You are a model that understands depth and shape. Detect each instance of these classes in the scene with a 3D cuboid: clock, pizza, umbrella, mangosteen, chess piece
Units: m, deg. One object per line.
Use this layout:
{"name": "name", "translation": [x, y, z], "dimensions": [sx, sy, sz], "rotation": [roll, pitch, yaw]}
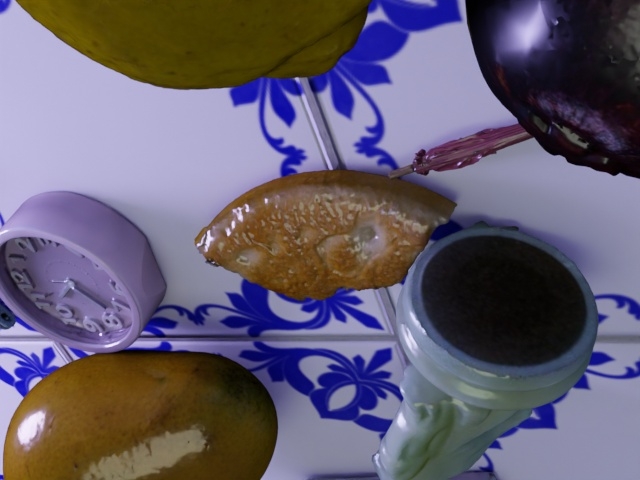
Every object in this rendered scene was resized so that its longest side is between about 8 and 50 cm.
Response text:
{"name": "clock", "translation": [-0.282, 0.041, 0.918], "dimensions": [0.197, 0.068, 0.196], "rotation": [12, 134, 13]}
{"name": "pizza", "translation": [0.001, -0.005, 0.767], "dimensions": [0.271, 0.056, 0.134], "rotation": [-17, 120, 29]}
{"name": "umbrella", "translation": [0.131, -0.079, 0.667], "dimensions": [0.165, 0.027, 0.025], "rotation": [-15, 168, 31]}
{"name": "mangosteen", "translation": [0.208, -0.162, 0.450], "dimensions": [0.228, 0.228, 0.265], "rotation": [33, 94, -8]}
{"name": "chess piece", "translation": [0.146, 0.142, 0.771], "dimensions": [0.176, 0.175, 0.298], "rotation": [16, 138, 9]}

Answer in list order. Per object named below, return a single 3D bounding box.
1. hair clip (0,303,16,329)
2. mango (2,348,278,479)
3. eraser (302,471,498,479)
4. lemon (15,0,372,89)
{"name": "hair clip", "translation": [-0.475, 0.014, 1.001], "dimensions": [0.083, 0.048, 0.275], "rotation": [-4, 134, 23]}
{"name": "mango", "translation": [-0.214, 0.247, 0.975], "dimensions": [0.378, 0.221, 0.264], "rotation": [-23, 125, 28]}
{"name": "eraser", "translation": [0.108, 0.377, 1.049], "dimensions": [0.287, 0.086, 0.130], "rotation": [-13, 124, 31]}
{"name": "lemon", "translation": [-0.088, -0.237, 0.446], "dimensions": [0.316, 0.285, 0.285], "rotation": [20, 139, -24]}
